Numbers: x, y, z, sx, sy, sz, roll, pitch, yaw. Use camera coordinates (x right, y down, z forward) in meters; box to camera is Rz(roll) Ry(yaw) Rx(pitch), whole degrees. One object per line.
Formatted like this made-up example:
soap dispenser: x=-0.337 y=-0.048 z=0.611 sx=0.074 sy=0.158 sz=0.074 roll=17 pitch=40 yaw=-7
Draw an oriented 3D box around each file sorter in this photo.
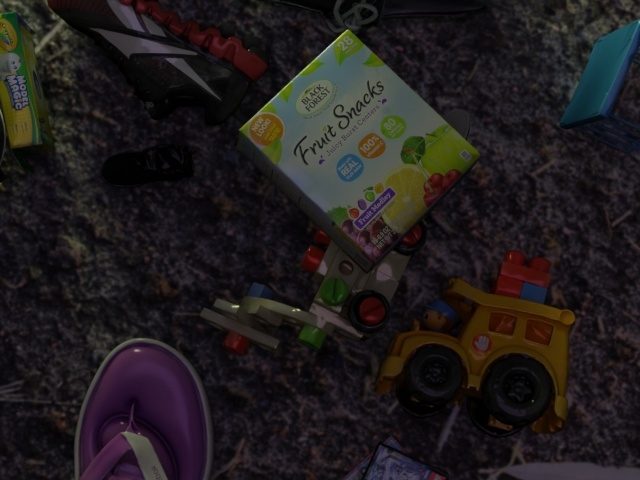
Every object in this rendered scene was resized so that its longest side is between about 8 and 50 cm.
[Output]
file sorter: x=0.367 y=-0.172 z=1.510 sx=0.104 sy=0.170 sz=0.118 roll=24 pitch=89 yaw=-4

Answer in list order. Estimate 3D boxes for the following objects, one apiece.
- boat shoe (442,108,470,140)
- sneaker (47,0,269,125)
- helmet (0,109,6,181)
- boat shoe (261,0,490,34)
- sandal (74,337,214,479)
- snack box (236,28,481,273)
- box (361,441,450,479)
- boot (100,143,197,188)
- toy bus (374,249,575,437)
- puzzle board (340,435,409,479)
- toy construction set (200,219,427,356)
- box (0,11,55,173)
boat shoe: x=0.149 y=-0.097 z=1.568 sx=0.046 sy=0.038 sz=0.125 roll=19 pitch=84 yaw=31
sneaker: x=-0.206 y=-0.220 z=1.527 sx=0.276 sy=0.097 sz=0.135 roll=24 pitch=87 yaw=-3
helmet: x=-0.438 y=-0.116 z=1.488 sx=0.169 sy=0.161 sz=0.169 roll=0 pitch=90 yaw=-2
boat shoe: x=0.048 y=-0.294 z=1.530 sx=0.306 sy=0.113 sz=0.105 roll=-3 pitch=75 yaw=-11
sandal: x=-0.225 y=0.324 z=1.519 sx=0.169 sy=0.102 sz=0.416 roll=11 pitch=89 yaw=-2
snack box: x=0.040 y=-0.098 z=1.426 sx=0.207 sy=0.070 sz=0.174 roll=43 pitch=75 yaw=6
box: x=0.084 y=0.322 z=1.555 sx=0.094 sy=0.027 sz=0.137 roll=25 pitch=90 yaw=0
boot: x=-0.203 y=-0.088 z=1.526 sx=0.121 sy=0.099 sz=0.045 roll=-2 pitch=88 yaw=-2
toy bus: x=0.188 y=0.111 z=1.523 sx=0.220 sy=0.149 sz=0.211 roll=12 pitch=76 yaw=1
puzzle board: x=0.092 y=0.316 z=1.575 sx=0.096 sy=0.011 sz=0.128 roll=-42 pitch=90 yaw=-2
toy construction set: x=0.000 y=0.000 z=1.505 sx=0.215 sy=0.151 sz=0.328 roll=27 pitch=89 yaw=-1
box: x=-0.349 y=-0.169 z=1.520 sx=0.043 sy=0.105 sz=0.179 roll=-10 pitch=90 yaw=-4
